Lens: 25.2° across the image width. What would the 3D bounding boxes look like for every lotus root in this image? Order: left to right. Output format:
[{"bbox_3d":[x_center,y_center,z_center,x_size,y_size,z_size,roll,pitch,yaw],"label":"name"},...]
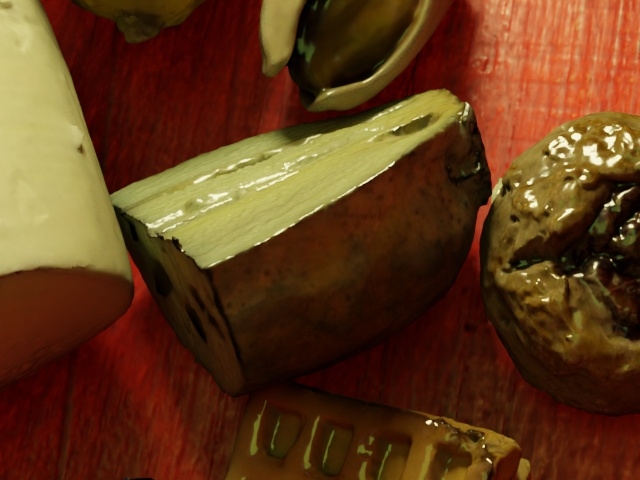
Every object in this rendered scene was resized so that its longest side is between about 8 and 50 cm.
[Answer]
[{"bbox_3d":[0.006,-0.008,1.079,0.260,0.267,0.149,-26,111,-16],"label":"lotus root"}]

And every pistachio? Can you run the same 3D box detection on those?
[{"bbox_3d":[0.032,-0.203,1.155,0.138,0.153,0.238,40,55,-11],"label":"pistachio"}]

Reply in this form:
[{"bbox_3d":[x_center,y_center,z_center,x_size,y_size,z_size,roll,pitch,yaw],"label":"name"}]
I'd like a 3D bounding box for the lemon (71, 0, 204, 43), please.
[{"bbox_3d":[-0.156,-0.341,1.176,0.286,0.285,0.316,7,47,12],"label":"lemon"}]

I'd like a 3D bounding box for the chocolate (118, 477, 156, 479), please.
[{"bbox_3d":[-0.265,0.293,1.057,0.343,0.126,0.148,-23,80,3],"label":"chocolate"}]

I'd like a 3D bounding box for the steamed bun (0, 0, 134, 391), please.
[{"bbox_3d":[-0.399,-0.013,1.086,0.456,0.290,0.371,-16,67,-20],"label":"steamed bun"}]

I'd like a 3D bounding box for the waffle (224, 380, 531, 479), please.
[{"bbox_3d":[0.003,0.272,1.006,0.224,0.098,0.327,11,75,32],"label":"waffle"}]

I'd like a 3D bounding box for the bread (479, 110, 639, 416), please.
[{"bbox_3d":[0.227,0.020,1.036,0.230,0.123,0.229,0,88,-6],"label":"bread"}]

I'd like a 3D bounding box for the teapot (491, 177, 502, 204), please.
[{"bbox_3d":[0.174,-0.014,1.123,0.083,0.057,0.067,5,110,8],"label":"teapot"}]
